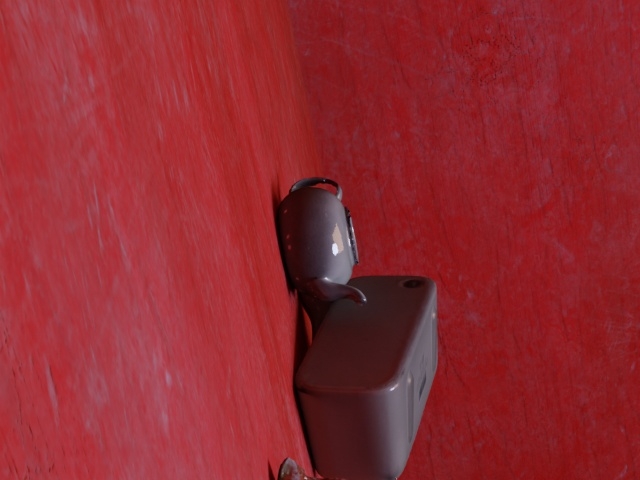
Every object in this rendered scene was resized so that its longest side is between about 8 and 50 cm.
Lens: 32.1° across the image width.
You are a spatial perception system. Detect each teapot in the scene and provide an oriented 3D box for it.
[{"bbox_3d":[0.000,0.000,1.938,0.193,0.130,0.294,76,6,-50],"label":"teapot"}]

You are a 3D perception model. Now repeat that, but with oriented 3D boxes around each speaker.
[{"bbox_3d":[0.093,0.225,1.888,0.406,0.183,0.184,-59,145,-61],"label":"speaker"}]

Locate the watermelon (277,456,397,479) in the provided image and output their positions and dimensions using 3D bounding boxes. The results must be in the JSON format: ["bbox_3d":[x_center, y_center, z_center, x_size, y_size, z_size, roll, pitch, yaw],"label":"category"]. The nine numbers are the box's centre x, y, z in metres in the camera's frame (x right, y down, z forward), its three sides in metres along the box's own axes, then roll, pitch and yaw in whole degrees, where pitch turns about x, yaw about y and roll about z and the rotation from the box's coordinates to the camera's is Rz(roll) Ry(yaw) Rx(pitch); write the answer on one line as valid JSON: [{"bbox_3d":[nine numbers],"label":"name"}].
[{"bbox_3d":[0.013,0.350,1.364,0.098,0.158,0.121,-96,-159,-51],"label":"watermelon"}]

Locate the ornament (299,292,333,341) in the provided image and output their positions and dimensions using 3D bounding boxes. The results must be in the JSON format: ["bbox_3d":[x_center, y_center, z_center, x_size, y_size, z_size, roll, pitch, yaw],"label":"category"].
[{"bbox_3d":[0.005,0.136,2.035,0.075,0.081,0.156,113,-28,-75],"label":"ornament"}]
